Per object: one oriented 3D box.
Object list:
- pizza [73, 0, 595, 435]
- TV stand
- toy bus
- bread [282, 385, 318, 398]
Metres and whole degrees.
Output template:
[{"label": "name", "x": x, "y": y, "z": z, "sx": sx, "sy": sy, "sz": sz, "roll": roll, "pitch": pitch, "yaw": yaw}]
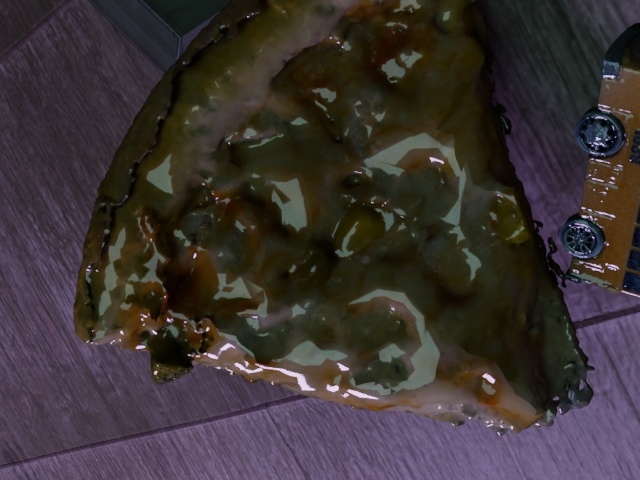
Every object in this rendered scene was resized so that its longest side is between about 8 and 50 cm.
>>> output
[{"label": "pizza", "x": -0.024, "y": -0.022, "z": 0.760, "sx": 0.392, "sy": 0.080, "sz": 0.435, "roll": -16, "pitch": 90, "yaw": 9}, {"label": "TV stand", "x": -0.191, "y": -0.274, "z": 0.895, "sx": 0.269, "sy": 0.088, "sz": 0.083, "roll": 46, "pitch": 155, "yaw": 9}, {"label": "toy bus", "x": 0.240, "y": -0.053, "z": 0.694, "sx": 0.103, "sy": 0.091, "sz": 0.182, "roll": 19, "pitch": 126, "yaw": 27}, {"label": "bread", "x": 0.024, "y": 0.062, "z": 0.880, "sx": 0.158, "sy": 0.156, "sz": 0.261, "roll": 39, "pitch": 134, "yaw": 16}]
